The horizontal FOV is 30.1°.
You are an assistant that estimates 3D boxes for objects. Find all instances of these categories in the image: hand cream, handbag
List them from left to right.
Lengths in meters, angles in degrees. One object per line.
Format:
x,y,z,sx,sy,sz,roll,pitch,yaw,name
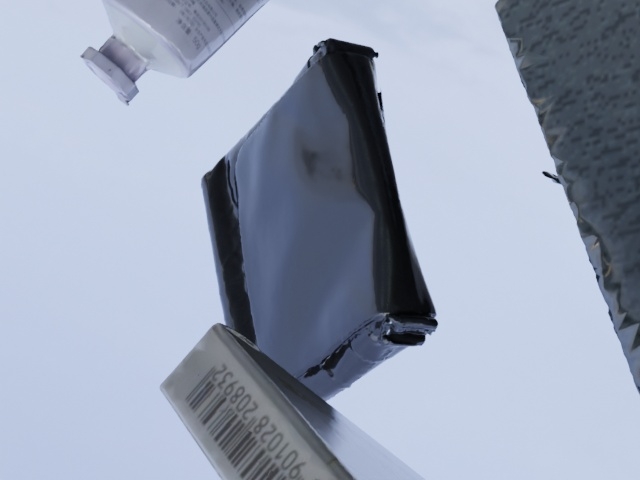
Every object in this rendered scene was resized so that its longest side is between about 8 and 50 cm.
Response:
-0.053,-0.124,0.550,0.053,0.142,0.084,31,168,43,hand cream
0.000,0.000,0.923,0.080,0.223,0.247,4,-117,-34,handbag

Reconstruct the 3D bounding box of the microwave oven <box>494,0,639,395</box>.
0.344,-0.030,0.662,0.236,0.374,0.432,17,-132,-43,microwave oven

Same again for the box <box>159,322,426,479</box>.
0.074,0.174,0.487,0.204,0.051,0.365,42,178,-34,box
